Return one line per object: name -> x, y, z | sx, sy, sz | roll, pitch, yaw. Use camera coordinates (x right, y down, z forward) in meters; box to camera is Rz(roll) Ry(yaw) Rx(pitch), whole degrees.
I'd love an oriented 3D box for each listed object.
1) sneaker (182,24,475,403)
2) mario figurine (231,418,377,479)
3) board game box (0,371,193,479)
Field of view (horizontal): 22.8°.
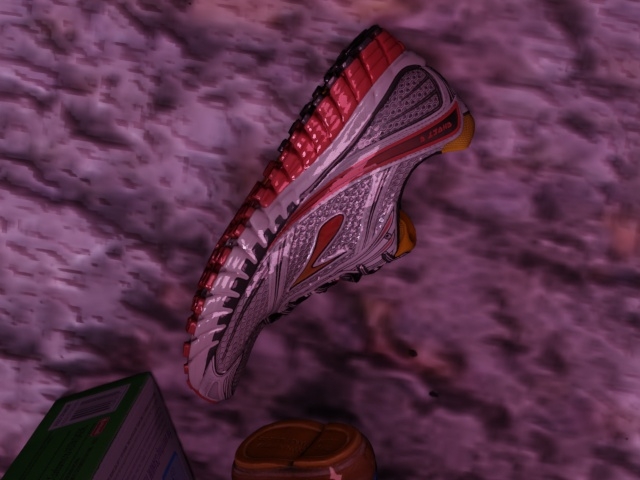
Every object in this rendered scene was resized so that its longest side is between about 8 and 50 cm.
sneaker -> 0.000, 0.000, 0.857 | 0.092, 0.088, 0.225 | 33, 104, -6
mario figurine -> 0.005, 0.264, 0.860 | 0.198, 0.170, 0.320 | -34, 116, -26
board game box -> -0.086, 0.259, 0.851 | 0.064, 0.242, 0.316 | -17, 102, 10
